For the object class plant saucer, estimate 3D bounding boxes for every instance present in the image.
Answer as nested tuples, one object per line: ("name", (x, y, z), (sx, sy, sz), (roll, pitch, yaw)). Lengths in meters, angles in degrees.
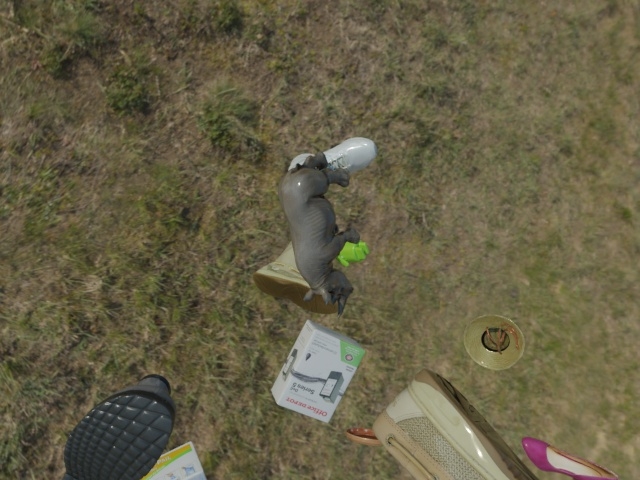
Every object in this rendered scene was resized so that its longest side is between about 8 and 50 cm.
("plant saucer", (0.084, 0.337, 0.943), (0.084, 0.083, 0.013), (12, 82, -35))

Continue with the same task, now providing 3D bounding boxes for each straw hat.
("straw hat", (0.417, 0.230, 1.303), (0.061, 0.145, 0.144), (-23, 101, -53))

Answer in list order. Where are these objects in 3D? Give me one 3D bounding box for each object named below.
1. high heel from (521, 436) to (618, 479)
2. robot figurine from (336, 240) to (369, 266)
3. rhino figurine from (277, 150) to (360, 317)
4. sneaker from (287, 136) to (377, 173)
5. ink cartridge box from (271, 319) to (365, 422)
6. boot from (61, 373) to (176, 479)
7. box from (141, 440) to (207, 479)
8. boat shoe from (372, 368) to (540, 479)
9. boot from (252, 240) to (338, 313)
("high heel", (0.660, 0.587, 1.470), (0.244, 0.117, 0.082), (38, 45, 0))
("robot figurine", (0.086, 0.030, 1.635), (0.101, 0.115, 0.067), (-53, 129, -39))
("rhino figurine", (0.000, 0.000, 0.797), (0.106, 0.073, 0.243), (-26, 110, -43))
("sneaker", (0.017, -0.116, 0.861), (0.053, 0.152, 0.061), (66, 24, -22))
("ink cartridge box", (-0.009, 0.429, 1.808), (0.198, 0.115, 0.272), (26, 92, -18))
("boot", (-0.293, 0.277, 0.853), (0.118, 0.338, 0.222), (37, 28, -7))
("box", (-0.361, 0.570, 1.251), (0.203, 0.103, 0.114), (-21, 121, -20))
("boat shoe", (0.185, 0.288, 0.548), (0.110, 0.341, 0.122), (-46, 141, 5))
("boot", (-0.020, 0.082, 1.460), (0.203, 0.262, 0.095), (-45, 136, -39))
